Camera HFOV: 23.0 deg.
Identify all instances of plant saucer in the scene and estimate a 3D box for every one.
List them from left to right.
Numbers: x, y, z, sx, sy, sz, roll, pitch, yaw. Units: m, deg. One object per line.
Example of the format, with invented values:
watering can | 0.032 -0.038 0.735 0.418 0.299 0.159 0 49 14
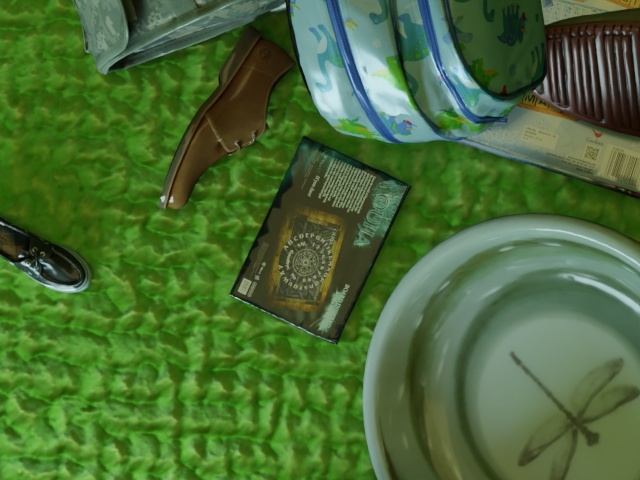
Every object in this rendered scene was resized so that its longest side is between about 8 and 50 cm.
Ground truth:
plant saucer | 0.233 0.169 1.540 0.400 0.100 0.400 4 97 32

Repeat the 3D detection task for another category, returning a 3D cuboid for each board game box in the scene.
board game box | 0.000 0.000 1.647 0.126 0.026 0.186 26 92 6
board game box | 0.239 -0.234 1.600 0.319 0.066 0.318 19 92 7

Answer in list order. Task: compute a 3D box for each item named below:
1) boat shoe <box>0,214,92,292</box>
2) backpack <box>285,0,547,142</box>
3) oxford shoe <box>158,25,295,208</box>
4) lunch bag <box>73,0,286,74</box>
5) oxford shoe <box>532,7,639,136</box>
boat shoe | -0.311 0.015 1.676 0.142 0.040 0.049 28 92 7
backpack | 0.077 -0.263 1.446 0.273 0.290 0.355 12 106 21
oxford shoe | -0.099 -0.115 1.639 0.076 0.076 0.212 32 94 -5
lunch bag | -0.159 -0.318 1.592 0.287 0.169 0.235 -18 89 30
oxford shoe | 0.367 -0.180 1.512 0.348 0.130 0.123 6 131 18
